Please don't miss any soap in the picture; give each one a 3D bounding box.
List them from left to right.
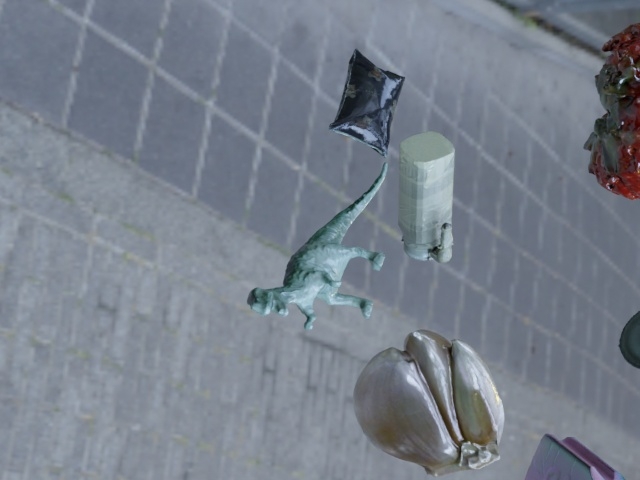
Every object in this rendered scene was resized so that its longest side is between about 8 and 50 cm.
[{"bbox_3d":[0.312,0.310,1.479,0.056,0.149,0.100,13,104,-29],"label":"soap"}]

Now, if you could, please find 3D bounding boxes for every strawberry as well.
[{"bbox_3d":[0.607,-0.203,1.947,0.267,0.351,0.312,-26,124,-82],"label":"strawberry"}]

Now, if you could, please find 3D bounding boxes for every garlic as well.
[{"bbox_3d":[0.197,0.297,2.292,0.325,0.279,0.132,64,19,-16],"label":"garlic"}]

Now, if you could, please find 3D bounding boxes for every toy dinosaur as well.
[{"bbox_3d":[0.041,0.027,1.585,0.383,0.129,0.076,-41,166,-53],"label":"toy dinosaur"}]

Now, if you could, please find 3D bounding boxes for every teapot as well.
[{"bbox_3d":[0.170,-0.055,1.870,0.077,0.107,0.200,-22,134,-22],"label":"teapot"}]

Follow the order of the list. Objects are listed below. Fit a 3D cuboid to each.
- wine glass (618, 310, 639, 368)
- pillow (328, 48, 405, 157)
[{"bbox_3d":[0.452,0.182,1.494,0.231,0.103,0.103,52,47,-35],"label":"wine glass"},{"bbox_3d":[0.067,-0.195,1.747,0.048,0.090,0.150,107,-3,-59],"label":"pillow"}]
